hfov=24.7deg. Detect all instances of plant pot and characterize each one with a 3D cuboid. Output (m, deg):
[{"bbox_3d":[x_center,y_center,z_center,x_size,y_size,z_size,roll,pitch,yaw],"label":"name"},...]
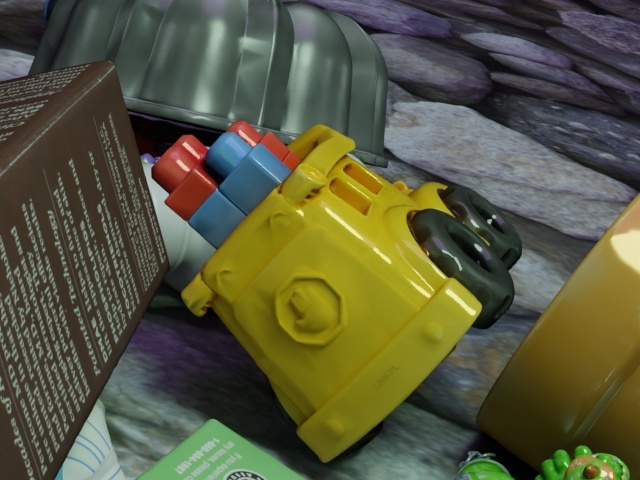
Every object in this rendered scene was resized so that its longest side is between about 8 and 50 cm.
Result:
[{"bbox_3d":[0.231,0.090,0.889,0.188,0.205,0.205,38,25,14],"label":"plant pot"}]

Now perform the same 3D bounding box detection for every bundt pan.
[{"bbox_3d":[-0.088,-0.157,1.275,0.331,0.124,0.331,13,4,-1],"label":"bundt pan"}]

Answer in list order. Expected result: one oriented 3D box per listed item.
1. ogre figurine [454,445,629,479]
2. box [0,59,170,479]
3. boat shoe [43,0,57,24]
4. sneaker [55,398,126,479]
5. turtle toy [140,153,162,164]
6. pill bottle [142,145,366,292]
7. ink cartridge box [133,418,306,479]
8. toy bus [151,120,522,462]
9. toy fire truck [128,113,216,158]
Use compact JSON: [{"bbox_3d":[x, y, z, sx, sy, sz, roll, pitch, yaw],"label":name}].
[{"bbox_3d":[0.144,0.161,0.760,0.197,0.097,0.118,44,13,27],"label":"ogre figurine"},{"bbox_3d":[-0.204,0.035,0.675,0.191,0.143,0.381,-11,16,10],"label":"box"},{"bbox_3d":[-0.176,-0.245,1.613,0.258,0.109,0.089,-4,30,-39],"label":"boat shoe"},{"bbox_3d":[-0.112,0.136,0.692,0.083,0.071,0.190,28,18,-13],"label":"sneaker"},{"bbox_3d":[-0.119,-0.035,1.131,0.095,0.066,0.130,29,24,34],"label":"turtle toy"},{"bbox_3d":[-0.059,-0.014,1.057,0.193,0.108,0.108,-1,25,-39],"label":"pill bottle"},{"bbox_3d":[0.001,0.182,0.529,0.219,0.092,0.160,31,23,12],"label":"ink cartridge box"},{"bbox_3d":[0.000,0.000,0.902,0.211,0.149,0.220,42,20,-1],"label":"toy bus"},{"bbox_3d":[-0.096,-0.066,1.261,0.192,0.047,0.135,23,20,24],"label":"toy fire truck"}]
